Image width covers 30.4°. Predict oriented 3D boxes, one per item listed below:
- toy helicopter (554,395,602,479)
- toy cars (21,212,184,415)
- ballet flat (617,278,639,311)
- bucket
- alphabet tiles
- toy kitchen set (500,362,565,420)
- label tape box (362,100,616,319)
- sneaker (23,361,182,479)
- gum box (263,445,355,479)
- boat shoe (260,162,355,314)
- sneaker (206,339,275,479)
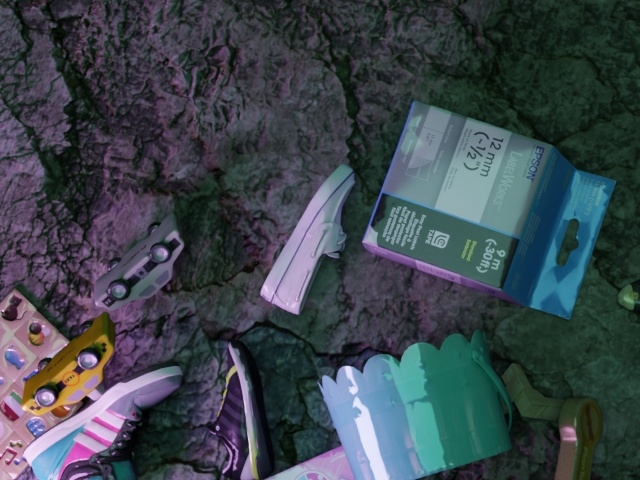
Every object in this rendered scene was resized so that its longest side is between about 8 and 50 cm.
[{"bbox_3d":[0.380,0.410,1.755,0.140,0.235,0.355,-7,62,45],"label":"toy helicopter"},{"bbox_3d":[-0.330,0.129,1.895,0.087,0.176,0.393,45,60,-25],"label":"toy cars"},{"bbox_3d":[0.555,0.079,1.852,0.173,0.049,0.057,-7,78,6],"label":"ballet flat"},{"bbox_3d":[0.148,0.258,1.763,0.281,0.281,0.183,-17,79,4],"label":"bucket"},{"bbox_3d":[-0.572,0.262,1.982,0.285,0.011,0.342,41,87,12],"label":"alphabet tiles"},{"bbox_3d":[0.328,0.251,1.865,0.068,0.075,0.083,-58,36,31],"label":"toy kitchen set"},{"bbox_3d":[0.272,-0.048,1.879,0.348,0.115,0.249,19,83,12],"label":"label tape box"},{"bbox_3d":[-0.316,0.335,1.876,0.296,0.124,0.178,-35,73,8],"label":"sneaker"},{"bbox_3d":[-0.014,0.405,1.859,0.188,0.062,0.107,-24,78,2],"label":"gum box"},{"bbox_3d":[0.000,0.000,1.923,0.084,0.095,0.258,31,95,7],"label":"boat shoe"},{"bbox_3d":[-0.140,0.278,1.887,0.097,0.084,0.234,-12,79,6],"label":"sneaker"}]
